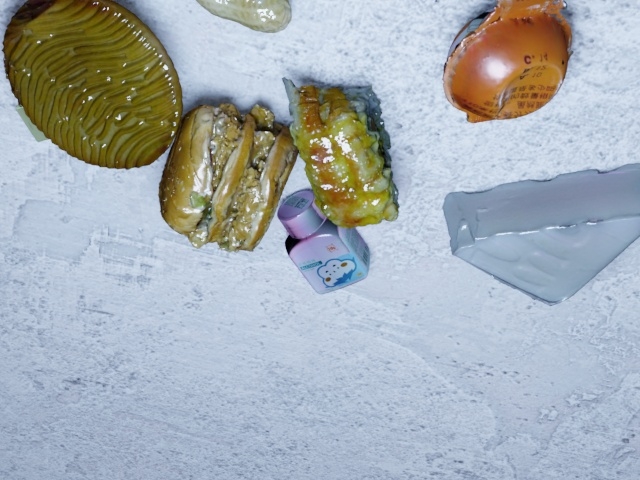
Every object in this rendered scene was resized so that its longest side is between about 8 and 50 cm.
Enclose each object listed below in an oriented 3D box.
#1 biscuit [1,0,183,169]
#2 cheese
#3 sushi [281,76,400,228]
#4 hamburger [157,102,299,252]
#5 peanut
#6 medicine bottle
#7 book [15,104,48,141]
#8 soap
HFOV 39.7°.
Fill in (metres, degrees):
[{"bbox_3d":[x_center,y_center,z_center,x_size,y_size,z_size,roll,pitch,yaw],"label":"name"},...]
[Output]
[{"bbox_3d":[-0.369,-0.249,1.425,0.318,0.040,0.317,12,131,15],"label":"biscuit"},{"bbox_3d":[0.286,-0.294,1.296,0.217,0.129,0.329,-12,144,-14],"label":"cheese"},{"bbox_3d":[0.041,-0.150,1.456,0.139,0.184,0.274,-13,123,13],"label":"sushi"},{"bbox_3d":[-0.161,-0.098,1.501,0.211,0.245,0.260,19,159,-11],"label":"hamburger"},{"bbox_3d":[-0.125,-0.373,1.354,0.175,0.080,0.080,19,131,-5],"label":"peanut"},{"bbox_3d":[0.000,0.000,1.645,0.119,0.094,0.188,-21,125,22],"label":"medicine bottle"},{"bbox_3d":[-0.478,-0.218,1.581,0.111,0.014,0.077,-11,129,18],"label":"book"},{"bbox_3d":[0.388,-0.055,1.505,0.258,0.159,0.302,28,128,-13],"label":"soap"}]
